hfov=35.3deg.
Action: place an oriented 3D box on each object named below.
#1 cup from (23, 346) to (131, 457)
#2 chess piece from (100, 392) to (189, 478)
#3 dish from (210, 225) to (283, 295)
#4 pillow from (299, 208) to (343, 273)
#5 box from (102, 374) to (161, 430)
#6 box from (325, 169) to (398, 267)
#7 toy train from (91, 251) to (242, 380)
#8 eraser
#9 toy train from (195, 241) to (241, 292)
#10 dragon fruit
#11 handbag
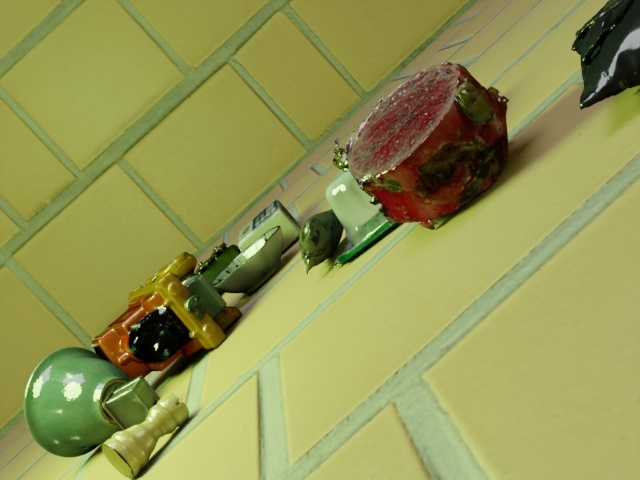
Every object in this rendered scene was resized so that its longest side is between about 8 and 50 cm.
[{"bbox_3d":[-0.399,0.286,1.782,0.150,0.199,0.199,-8,30,43],"label":"cup"},{"bbox_3d":[-0.240,0.270,1.409,0.122,0.066,0.066,-40,6,-31],"label":"chess piece"},{"bbox_3d":[-0.131,0.054,1.998,0.190,0.066,0.191,-40,8,7],"label":"dish"},{"bbox_3d":[0.000,0.001,1.599,0.241,0.051,0.093,-38,-35,-77],"label":"pillow"},{"bbox_3d":[-0.292,0.265,1.601,0.063,0.085,0.060,-34,10,22],"label":"box"},{"bbox_3d":[0.117,-0.121,1.564,0.264,0.106,0.337,-38,10,28],"label":"box"},{"bbox_3d":[-0.301,0.160,1.898,0.231,0.163,0.369,-43,8,-20],"label":"toy train"},{"bbox_3d":[-0.115,-0.017,2.234,0.124,0.081,0.279,-42,8,2],"label":"eraser"},{"bbox_3d":[-0.269,0.100,2.356,0.225,0.090,0.137,-49,7,-39],"label":"toy train"},{"bbox_3d":[0.141,-0.112,1.280,0.282,0.147,0.211,-20,37,53],"label":"dragon fruit"},{"bbox_3d":[0.357,-0.237,1.071,0.211,0.089,0.254,-36,14,26],"label":"handbag"}]
